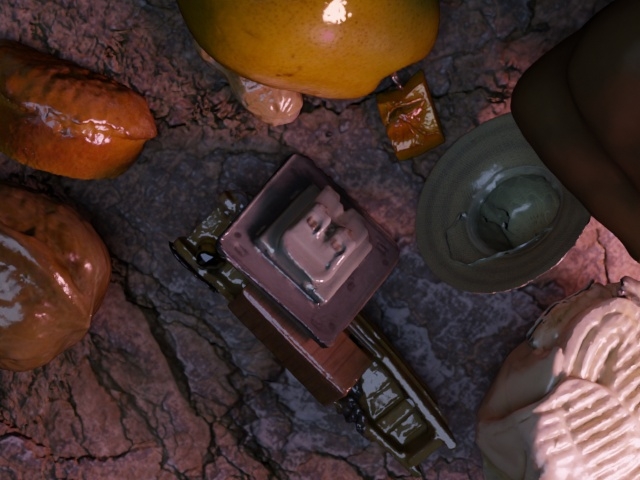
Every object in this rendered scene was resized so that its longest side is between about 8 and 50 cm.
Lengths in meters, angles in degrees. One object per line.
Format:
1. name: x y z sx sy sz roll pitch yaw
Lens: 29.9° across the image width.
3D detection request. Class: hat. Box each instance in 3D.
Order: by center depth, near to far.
1. hat: 0.251 -0.030 1.493 0.252 0.252 0.110 -36 138 15

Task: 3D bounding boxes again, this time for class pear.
1. pear: -0.012 -0.302 1.387 0.336 0.285 0.285 25 107 -5

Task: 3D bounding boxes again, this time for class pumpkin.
1. pumpkin: 0.115 -0.156 1.527 0.073 0.035 0.101 -22 98 11

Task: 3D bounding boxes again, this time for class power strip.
1. power strip: 0.000 0.000 1.496 0.198 0.213 0.064 41 142 -4

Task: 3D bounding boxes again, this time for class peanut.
1. peanut: -0.094 -0.215 1.518 0.174 0.080 0.080 45 106 -4

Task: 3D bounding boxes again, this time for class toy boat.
1. toy boat: 0.001 0.120 1.549 0.136 0.162 0.445 -43 94 14

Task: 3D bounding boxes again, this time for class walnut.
1. walnut: -0.411 0.036 1.552 0.283 0.227 0.283 24 145 18

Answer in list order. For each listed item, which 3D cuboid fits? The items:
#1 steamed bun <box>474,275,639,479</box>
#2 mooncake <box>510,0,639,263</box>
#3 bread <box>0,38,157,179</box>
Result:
1. steamed bun: 0.344 0.251 1.493 0.346 0.237 0.394 11 72 -21
2. mooncake: 0.439 -0.193 1.250 0.467 0.467 0.262 -38 89 16
3. bread: -0.348 -0.161 1.544 0.260 0.134 0.129 23 107 2
